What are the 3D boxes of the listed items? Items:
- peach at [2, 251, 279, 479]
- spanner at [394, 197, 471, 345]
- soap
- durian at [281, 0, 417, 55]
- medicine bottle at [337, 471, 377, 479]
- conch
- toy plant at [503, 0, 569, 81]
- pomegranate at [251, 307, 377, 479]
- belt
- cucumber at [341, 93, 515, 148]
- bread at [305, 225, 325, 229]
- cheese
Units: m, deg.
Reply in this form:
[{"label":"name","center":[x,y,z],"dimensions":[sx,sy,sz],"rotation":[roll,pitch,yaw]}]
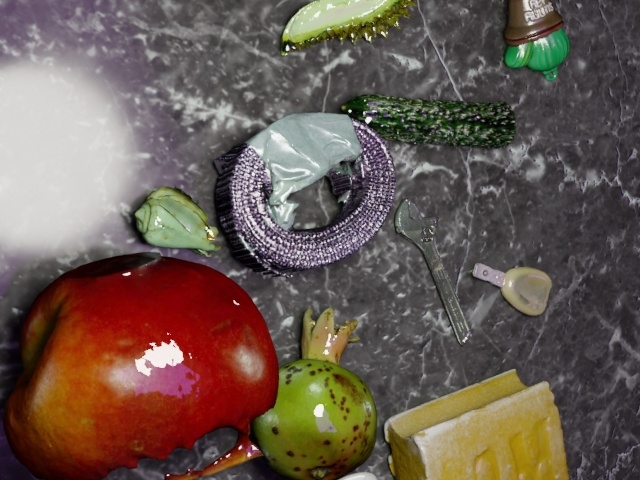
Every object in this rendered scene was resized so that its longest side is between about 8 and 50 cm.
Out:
[{"label":"peach","center":[-0.262,0.175,1.334],"dimensions":[0.406,0.335,0.310],"rotation":[-8,97,-21]},{"label":"spanner","center":[0.226,0.063,1.758],"dimensions":[0.093,0.026,0.325],"rotation":[-30,107,-22]},{"label":"soap","center":[0.307,0.438,1.750],"dimensions":[0.335,0.156,0.293],"rotation":[-14,103,-25]},{"label":"durian","center":[0.093,-0.423,1.607],"dimensions":[0.375,0.106,0.132],"rotation":[-27,95,-1]},{"label":"medicine bottle","center":[0.051,0.476,1.602],"dimensions":[0.119,0.183,0.069],"rotation":[-21,60,-11]},{"label":"conch","center":[-0.230,-0.033,1.493],"dimensions":[0.170,0.079,0.105],"rotation":[20,89,-42]},{"label":"toy plant","center":[0.425,-0.399,1.799],"dimensions":[0.143,0.105,0.200],"rotation":[-27,116,-15]},{"label":"pomegranate","center":[0.005,0.283,1.568],"dimensions":[0.231,0.231,0.286],"rotation":[49,43,-21]},{"label":"belt","center":[-0.020,-0.085,1.558],"dimensions":[0.325,0.122,0.260],"rotation":[-29,94,-22]},{"label":"cucumber","center":[0.199,-0.220,1.689],"dimensions":[0.359,0.096,0.096],"rotation":[-2,93,-27]},{"label":"bread","center":[0.000,0.000,1.631],"dimensions":[0.088,0.034,0.049],"rotation":[-11,85,-25]},{"label":"cheese","center":[0.385,0.087,1.835],"dimensions":[0.192,0.037,0.097],"rotation":[20,82,-26]}]
